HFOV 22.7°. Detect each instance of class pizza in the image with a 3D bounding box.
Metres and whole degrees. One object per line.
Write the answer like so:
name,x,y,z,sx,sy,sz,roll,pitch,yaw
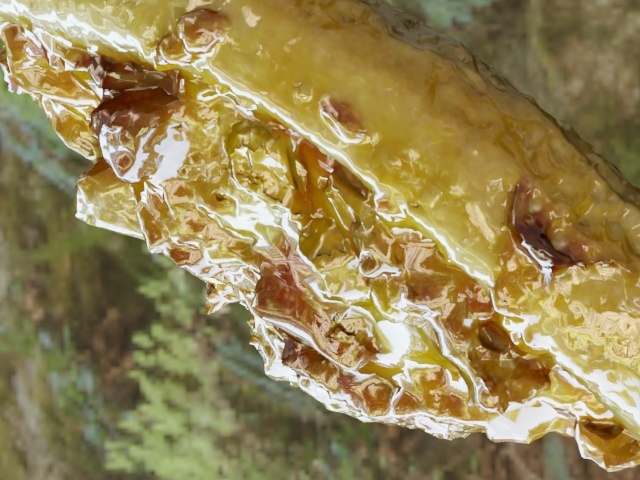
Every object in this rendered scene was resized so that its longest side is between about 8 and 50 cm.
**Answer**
pizza,0.000,0.000,0.551,0.335,0.086,0.226,31,152,13
